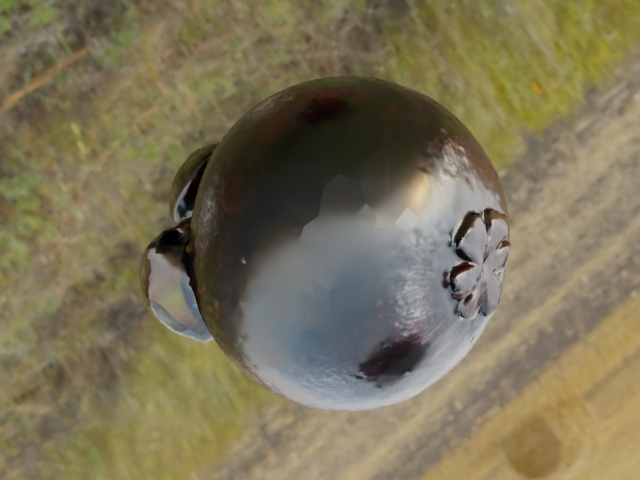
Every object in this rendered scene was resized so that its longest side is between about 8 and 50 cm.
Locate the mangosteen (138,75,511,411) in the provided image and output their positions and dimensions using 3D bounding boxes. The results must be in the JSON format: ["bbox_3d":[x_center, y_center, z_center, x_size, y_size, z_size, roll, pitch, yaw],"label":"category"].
[{"bbox_3d":[0.000,0.000,1.291,0.347,0.306,0.307,8,-171,37],"label":"mangosteen"}]
